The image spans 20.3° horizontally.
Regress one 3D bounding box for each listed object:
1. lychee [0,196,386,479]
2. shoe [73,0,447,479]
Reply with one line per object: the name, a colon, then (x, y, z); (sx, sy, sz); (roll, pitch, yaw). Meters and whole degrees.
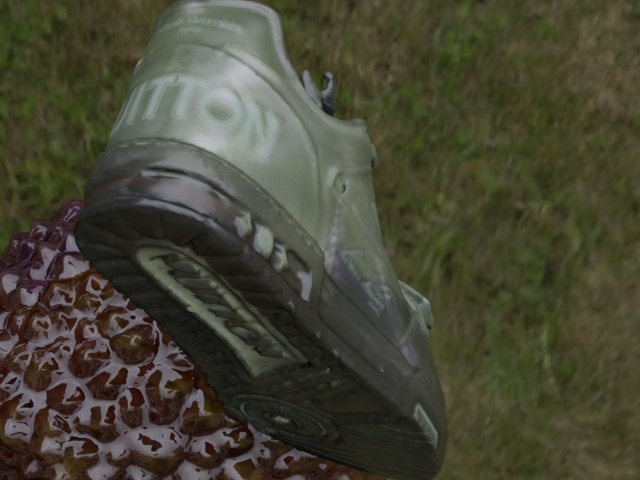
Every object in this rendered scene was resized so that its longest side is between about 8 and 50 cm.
lychee: (-0.096, 0.080, 1.029); (0.271, 0.271, 0.271); (1, 70, -2)
shoe: (-0.002, -0.001, 0.832); (0.109, 0.293, 0.149); (1, 62, 28)
